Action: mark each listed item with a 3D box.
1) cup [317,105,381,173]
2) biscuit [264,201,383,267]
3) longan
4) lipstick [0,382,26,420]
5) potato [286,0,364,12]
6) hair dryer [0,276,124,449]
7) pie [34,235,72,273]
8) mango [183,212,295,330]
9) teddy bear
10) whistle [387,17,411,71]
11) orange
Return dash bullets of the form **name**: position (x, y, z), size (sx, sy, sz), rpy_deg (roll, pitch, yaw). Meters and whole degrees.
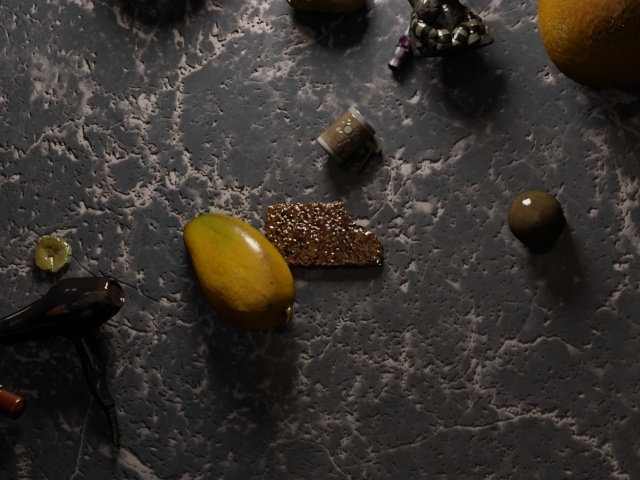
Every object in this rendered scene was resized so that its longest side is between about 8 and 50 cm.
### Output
- **cup**: position (0.057, -0.195, 1.836), size (0.099, 0.102, 0.074), rpy_deg (-41, 37, 5)
- **biscuit**: position (0.005, -0.011, 1.831), size (0.236, 0.026, 0.131), rpy_deg (-2, 82, 13)
- **longan**: position (0.402, -0.038, 1.718), size (0.119, 0.106, 0.106), rpy_deg (9, 81, -28)
- **lipstick**: position (-0.733, 0.293, 1.915), size (0.299, 0.081, 0.081), rpy_deg (19, 85, 15)
- **potato**: position (0.006, -0.515, 1.862), size (0.175, 0.137, 0.137), rpy_deg (3, 82, 11)
- **hair dryer**: position (-0.492, 0.260, 1.873), size (0.303, 0.120, 0.359), rpy_deg (-22, 86, 17)
- **pie**: position (-0.558, 0.030, 1.951), size (0.084, 0.020, 0.084), rpy_deg (-1, 82, 11)
- **mango**: position (-0.161, 0.058, 1.809), size (0.317, 0.119, 0.176), rpy_deg (47, 113, 26)
- **teddy bear**: position (0.203, -0.454, 1.760), size (0.171, 0.144, 0.251), rpy_deg (-27, 97, -16)
- **whistle**: position (0.183, -0.415, 1.853), size (0.033, 0.033, 0.176), rpy_deg (26, 87, 15)
- **orange**: position (0.518, -0.407, 1.661), size (0.274, 0.274, 0.274), rpy_deg (-2, 81, 12)
